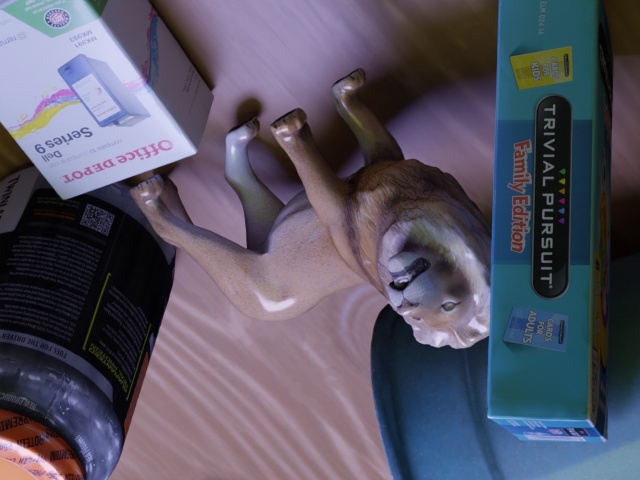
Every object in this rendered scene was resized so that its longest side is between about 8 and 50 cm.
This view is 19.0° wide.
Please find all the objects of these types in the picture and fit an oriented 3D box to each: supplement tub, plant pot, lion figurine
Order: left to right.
[{"bbox_3d":[-0.264,0.106,1.786,0.207,0.338,0.207,6,133,7],"label":"supplement tub"},{"bbox_3d":[0.000,0.000,1.694,0.392,0.142,0.240,-16,107,57],"label":"lion figurine"},{"bbox_3d":[0.271,0.162,1.752,0.334,0.341,0.341,-21,126,19],"label":"plant pot"}]

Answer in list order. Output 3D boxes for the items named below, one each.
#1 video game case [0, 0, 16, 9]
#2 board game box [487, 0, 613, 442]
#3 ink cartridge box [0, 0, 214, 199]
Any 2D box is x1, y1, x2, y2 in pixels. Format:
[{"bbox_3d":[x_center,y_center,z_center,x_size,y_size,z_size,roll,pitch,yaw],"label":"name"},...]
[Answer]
[{"bbox_3d":[-0.260,-0.295,1.539,0.212,0.023,0.193,-21,108,30],"label":"video game case"},{"bbox_3d":[0.188,-0.016,1.516,0.079,0.336,0.254,1,171,11],"label":"board game box"},{"bbox_3d":[-0.216,-0.156,1.700,0.154,0.093,0.212,-17,129,25],"label":"ink cartridge box"}]
